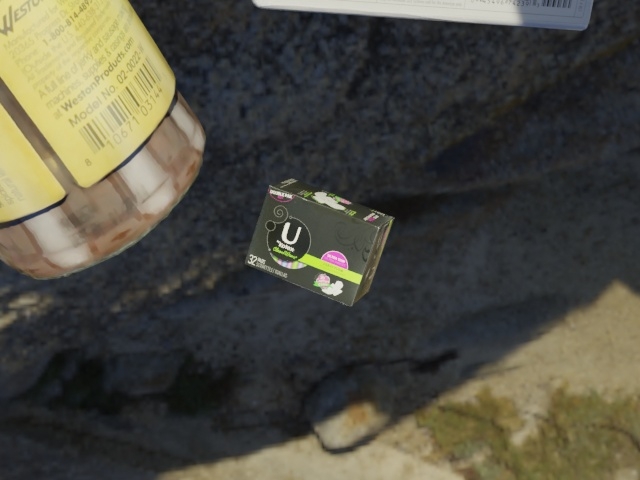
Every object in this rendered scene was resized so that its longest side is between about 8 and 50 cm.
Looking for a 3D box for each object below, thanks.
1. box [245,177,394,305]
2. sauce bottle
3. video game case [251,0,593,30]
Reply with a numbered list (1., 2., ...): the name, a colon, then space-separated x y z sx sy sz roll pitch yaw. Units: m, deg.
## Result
1. box: 0.000 0.000 0.859 0.083 0.052 0.062 21 104 12
2. sauce bottle: -0.166 -0.143 0.441 0.111 0.111 0.344 -20 122 16
3. video game case: 0.073 -0.222 0.691 0.213 0.023 0.193 1 112 -17
